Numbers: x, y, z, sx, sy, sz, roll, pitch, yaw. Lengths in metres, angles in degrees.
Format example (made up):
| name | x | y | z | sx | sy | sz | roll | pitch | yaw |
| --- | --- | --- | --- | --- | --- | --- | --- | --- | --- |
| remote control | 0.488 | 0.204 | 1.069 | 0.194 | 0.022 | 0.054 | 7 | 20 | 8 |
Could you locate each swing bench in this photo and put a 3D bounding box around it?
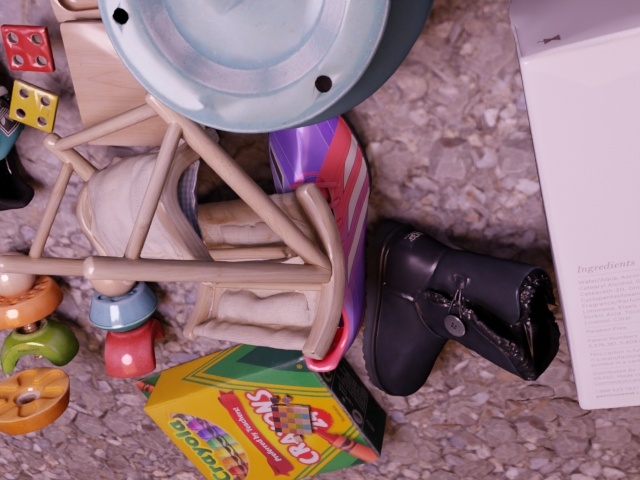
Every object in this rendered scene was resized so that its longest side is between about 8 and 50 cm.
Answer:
| name | x | y | z | sx | sy | sz | roll | pitch | yaw |
| --- | --- | --- | --- | --- | --- | --- | --- | --- | --- |
| swing bench | -0.139 | 0.000 | 0.706 | 0.255 | 0.165 | 0.253 | 27 | 161 | -36 |

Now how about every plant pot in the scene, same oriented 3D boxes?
| name | x | y | z | sx | sy | sz | roll | pitch | yaw |
| --- | --- | --- | --- | --- | --- | --- | --- | --- | --- |
| plant pot | -0.039 | -0.203 | 0.531 | 0.272 | 0.255 | 0.271 | 2 | 114 | 4 |

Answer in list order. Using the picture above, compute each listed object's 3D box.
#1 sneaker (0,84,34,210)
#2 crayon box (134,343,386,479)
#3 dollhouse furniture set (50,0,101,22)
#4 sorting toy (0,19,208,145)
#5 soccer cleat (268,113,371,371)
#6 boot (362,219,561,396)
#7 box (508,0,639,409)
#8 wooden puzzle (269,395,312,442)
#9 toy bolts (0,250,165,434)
| name | x | y | z | sx | sy | sz | roll | pitch | yaw |
| --- | --- | --- | --- | --- | --- | --- | --- | --- | --- |
| sneaker | -0.383 | -0.157 | 0.763 | 0.121 | 0.108 | 0.302 | 9 | 133 | 5 |
| crayon box | -0.096 | 0.248 | 0.990 | 0.319 | 0.081 | 0.202 | -22 | 117 | 25 |
| dollhouse furniture set | -0.243 | -0.264 | 0.642 | 0.144 | 0.123 | 0.151 | -1 | 124 | 13 |
| sorting toy | -0.195 | -0.168 | 0.741 | 0.275 | 0.046 | 0.132 | 1 | 124 | 5 |
| soccer cleat | 0.000 | 0.000 | 0.776 | 0.109 | 0.116 | 0.318 | 1 | 124 | 11 |
| boot | 0.149 | 0.110 | 0.778 | 0.207 | 0.094 | 0.246 | 24 | 130 | 41 |
| box | 0.278 | -0.055 | 0.620 | 0.168 | 0.215 | 0.345 | -10 | 122 | 18 |
| wooden puzzle | -0.037 | 0.228 | 0.909 | 0.049 | 0.006 | 0.083 | 2 | 124 | 11 |
| toy bolts | -0.318 | 0.103 | 0.880 | 0.229 | 0.218 | 0.158 | -9 | 117 | -3 |
